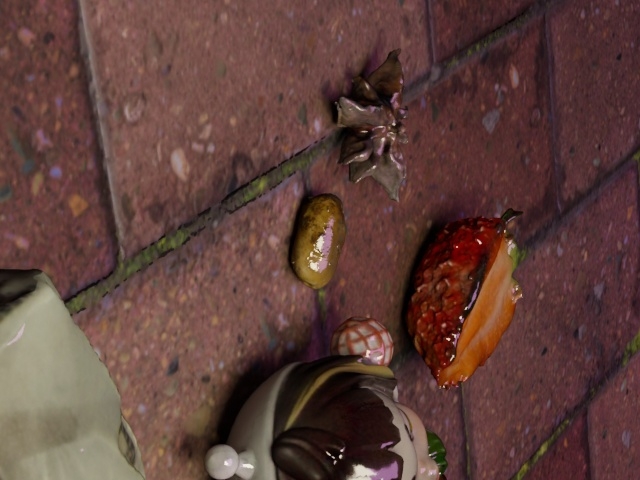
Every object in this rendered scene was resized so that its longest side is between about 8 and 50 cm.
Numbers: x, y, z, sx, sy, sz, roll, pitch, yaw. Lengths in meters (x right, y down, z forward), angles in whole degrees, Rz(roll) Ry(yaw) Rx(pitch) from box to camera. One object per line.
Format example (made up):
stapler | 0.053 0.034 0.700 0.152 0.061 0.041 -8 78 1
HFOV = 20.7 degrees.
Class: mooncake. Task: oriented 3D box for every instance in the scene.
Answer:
mooncake | -0.220 0.167 1.069 0.254 0.136 0.250 -51 135 -35

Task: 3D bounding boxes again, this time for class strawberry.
strawberry | 0.134 0.051 1.684 0.140 0.085 0.192 28 77 -65

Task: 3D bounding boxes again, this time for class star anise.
star anise | 0.053 -0.091 1.548 0.124 0.056 0.129 -44 131 -47

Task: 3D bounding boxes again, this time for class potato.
potato | 0.000 0.000 1.493 0.051 0.040 0.083 19 78 -53

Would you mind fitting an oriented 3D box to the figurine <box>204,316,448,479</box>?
figurine | 0.029 0.208 1.478 0.370 0.167 0.281 39 43 -64
